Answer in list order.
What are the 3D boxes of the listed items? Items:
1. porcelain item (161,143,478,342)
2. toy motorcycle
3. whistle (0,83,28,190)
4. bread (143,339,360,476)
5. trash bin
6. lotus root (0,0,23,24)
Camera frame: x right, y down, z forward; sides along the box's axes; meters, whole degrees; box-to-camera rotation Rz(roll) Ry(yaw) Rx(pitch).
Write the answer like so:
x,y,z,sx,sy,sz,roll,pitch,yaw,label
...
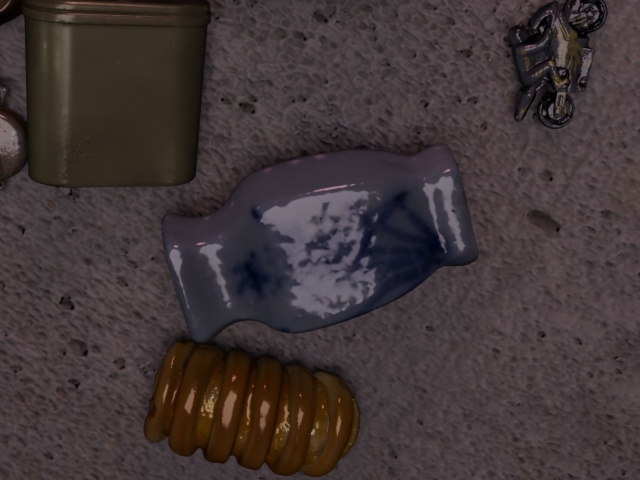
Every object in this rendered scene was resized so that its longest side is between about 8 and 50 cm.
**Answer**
x,y,z,sx,sy,sz,roll,pitch,yaw,label
0.000,0.000,1.629,0.405,0.178,0.243,-16,106,-1,porcelain item
0.311,-0.251,1.631,0.124,0.061,0.193,15,105,-4,toy motorcycle
-0.454,-0.172,1.618,0.107,0.057,0.220,-4,108,-2,whistle
-0.093,0.251,1.727,0.311,0.121,0.173,12,104,-7,bread
-0.269,-0.201,1.574,0.243,0.121,0.247,-3,111,-20,trash bin
-0.508,-0.458,1.512,0.390,0.111,0.375,39,99,-9,lotus root
